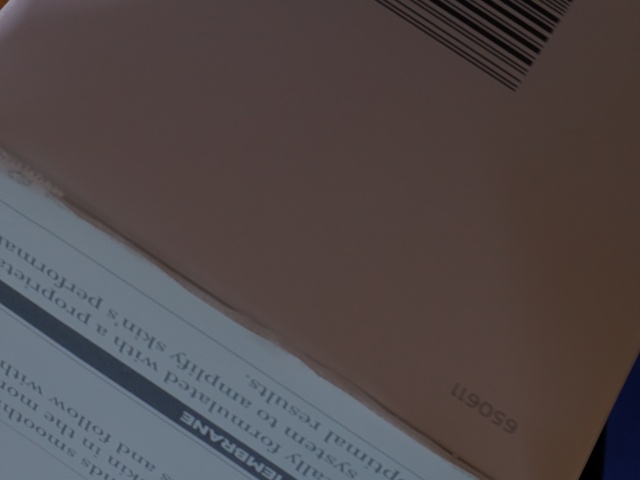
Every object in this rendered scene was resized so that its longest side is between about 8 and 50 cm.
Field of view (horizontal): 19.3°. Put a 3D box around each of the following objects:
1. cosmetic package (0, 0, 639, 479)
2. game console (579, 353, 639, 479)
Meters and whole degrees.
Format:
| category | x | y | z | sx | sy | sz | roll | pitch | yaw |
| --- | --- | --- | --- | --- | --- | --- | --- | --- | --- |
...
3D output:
| category | x | y | z | sx | sy | sz | roll | pitch | yaw |
| --- | --- | --- | --- | --- | --- | --- | --- | --- | --- |
| cosmetic package | 0.000 | 0.000 | 0.470 | 0.224 | 0.138 | 0.224 | -56 | -1 | -37 |
| game console | 0.031 | 0.106 | 0.429 | 0.293 | 0.173 | 0.250 | 134 | 141 | -76 |
